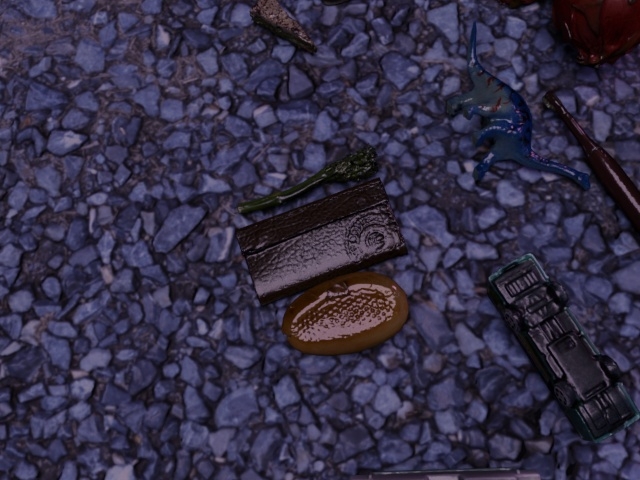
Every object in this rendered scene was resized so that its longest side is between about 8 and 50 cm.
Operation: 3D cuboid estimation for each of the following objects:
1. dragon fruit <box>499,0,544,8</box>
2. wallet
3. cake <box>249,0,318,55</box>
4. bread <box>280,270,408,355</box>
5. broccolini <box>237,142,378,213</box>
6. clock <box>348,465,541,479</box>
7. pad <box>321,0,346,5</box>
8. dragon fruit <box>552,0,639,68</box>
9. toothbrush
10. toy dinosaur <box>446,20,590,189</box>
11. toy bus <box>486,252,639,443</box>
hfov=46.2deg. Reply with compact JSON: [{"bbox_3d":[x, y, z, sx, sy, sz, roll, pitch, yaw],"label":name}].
[{"bbox_3d":[0.333,-0.447,1.237,0.126,0.068,0.112,38,81,14],"label":"dragon fruit"},{"bbox_3d":[0.000,0.000,1.155,0.243,0.039,0.132,-19,73,0],"label":"wallet"},{"bbox_3d":[-0.064,-0.356,1.263,0.055,0.051,0.140,-38,71,-6],"label":"cake"},{"bbox_3d":[0.036,0.109,1.101,0.189,0.077,0.114,-15,92,1],"label":"bread"},{"bbox_3d":[-0.019,-0.088,1.187,0.239,0.051,0.054,-22,28,5],"label":"broccolini"},{"bbox_3d":[0.167,0.417,0.973,0.263,0.116,0.231,-4,74,7],"label":"clock"},{"bbox_3d":[0.099,-0.570,1.325,0.284,0.018,0.286,-16,73,2],"label":"pad"},{"bbox_3d":[0.443,-0.374,1.153,0.173,0.172,0.209,-8,83,4],"label":"dragon fruit"},{"bbox_3d":[0.446,-0.086,1.128,0.041,0.041,0.364,-30,73,-3],"label":"toothbrush"},{"bbox_3d":[0.272,-0.187,1.163,0.144,0.076,0.329,-29,75,-10],"label":"toy dinosaur"},{"bbox_3d":[0.327,0.149,1.037,0.091,0.109,0.261,-28,74,-4],"label":"toy bus"}]
